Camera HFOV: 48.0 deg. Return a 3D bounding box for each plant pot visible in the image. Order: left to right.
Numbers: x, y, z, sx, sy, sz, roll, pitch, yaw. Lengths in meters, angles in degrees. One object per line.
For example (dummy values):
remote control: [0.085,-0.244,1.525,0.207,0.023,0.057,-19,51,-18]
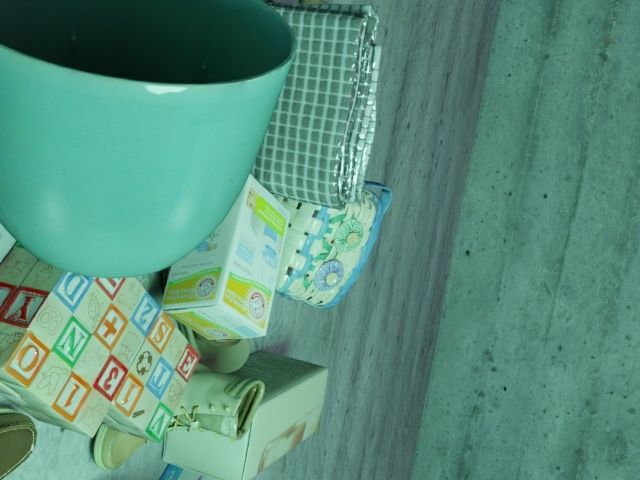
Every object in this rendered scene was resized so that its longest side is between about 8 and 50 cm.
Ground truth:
plant pot: [-0.192,-0.109,0.674,0.293,0.293,0.235,-47,159,-52]

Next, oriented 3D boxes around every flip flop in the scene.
flip flop: [-0.159,0.115,1.109,0.277,0.080,0.112,75,30,-43]

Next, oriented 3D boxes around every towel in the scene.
towel: [-0.041,-0.202,1.037,0.121,0.235,0.283,-18,117,-59]

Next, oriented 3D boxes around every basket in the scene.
basket: [0.000,0.000,1.254,0.289,0.201,0.254,7,111,-60]

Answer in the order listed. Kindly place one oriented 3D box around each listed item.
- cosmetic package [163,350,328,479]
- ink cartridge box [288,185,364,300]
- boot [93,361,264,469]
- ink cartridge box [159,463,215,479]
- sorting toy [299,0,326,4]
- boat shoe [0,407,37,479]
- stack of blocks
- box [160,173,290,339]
cosmetic package: [-0.116,0.288,1.218,0.296,0.153,0.129,-4,104,-66]
ink cartridge box: [0.014,-0.035,1.488,0.275,0.060,0.238,-47,141,-52]
boot: [-0.190,0.246,0.992,0.213,0.165,0.077,-49,144,-49]
ink cartridge box: [-0.184,0.402,1.147,0.088,0.123,0.052,79,31,-43]
sorting toy: [0.013,-0.371,1.341,0.229,0.041,0.307,-7,107,-62]
boat shoe: [-0.356,0.236,0.678,0.257,0.095,0.095,-21,121,-64]
stack of blocks: [-0.265,0.132,0.834,0.297,0.087,0.171,66,40,-51]
box: [-0.129,0.026,1.010,0.114,0.103,0.203,44,47,-46]
